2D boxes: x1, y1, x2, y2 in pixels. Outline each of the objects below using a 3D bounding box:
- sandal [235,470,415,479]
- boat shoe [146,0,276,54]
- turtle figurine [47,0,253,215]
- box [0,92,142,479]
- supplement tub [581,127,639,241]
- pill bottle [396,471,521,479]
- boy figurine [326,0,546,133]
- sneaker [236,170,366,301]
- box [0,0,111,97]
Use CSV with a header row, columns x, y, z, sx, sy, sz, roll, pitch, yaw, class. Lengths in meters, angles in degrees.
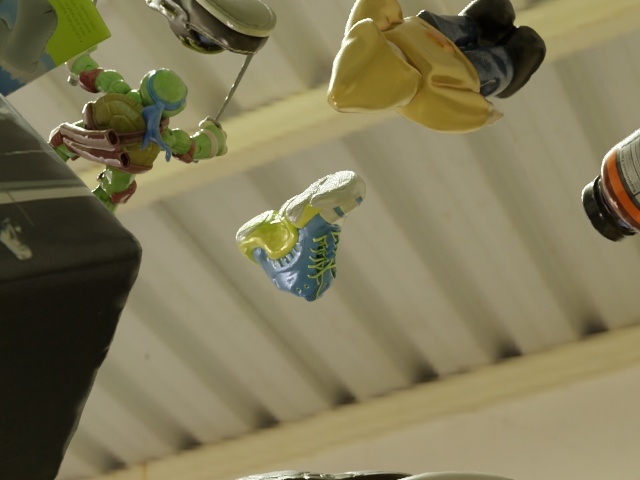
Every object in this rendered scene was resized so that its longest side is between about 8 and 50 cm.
x,y,z,sx,sy,sz,roll,pitch,yaw,class
-0.009,0.267,1.598,0.219,0.060,0.090,-2,-3,-1,sandal
-0.108,-0.216,1.493,0.081,0.228,0.068,11,-69,-29,boat shoe
-0.213,-0.144,1.785,0.198,0.274,0.266,18,-43,-34,turtle figurine
-0.427,0.000,0.675,0.472,0.480,0.297,-9,-45,-47,box
0.349,-0.072,1.529,0.106,0.106,0.198,22,-39,-29,supplement tub
0.063,0.317,0.882,0.204,0.204,0.361,2,-48,-7,pill bottle
0.092,-0.173,1.439,0.092,0.177,0.285,-45,-17,32,boy figurine
0.000,0.000,1.913,0.126,0.091,0.240,56,-35,-8,sneaker
-0.266,-0.160,1.207,0.178,0.042,0.109,-34,-76,-17,box
